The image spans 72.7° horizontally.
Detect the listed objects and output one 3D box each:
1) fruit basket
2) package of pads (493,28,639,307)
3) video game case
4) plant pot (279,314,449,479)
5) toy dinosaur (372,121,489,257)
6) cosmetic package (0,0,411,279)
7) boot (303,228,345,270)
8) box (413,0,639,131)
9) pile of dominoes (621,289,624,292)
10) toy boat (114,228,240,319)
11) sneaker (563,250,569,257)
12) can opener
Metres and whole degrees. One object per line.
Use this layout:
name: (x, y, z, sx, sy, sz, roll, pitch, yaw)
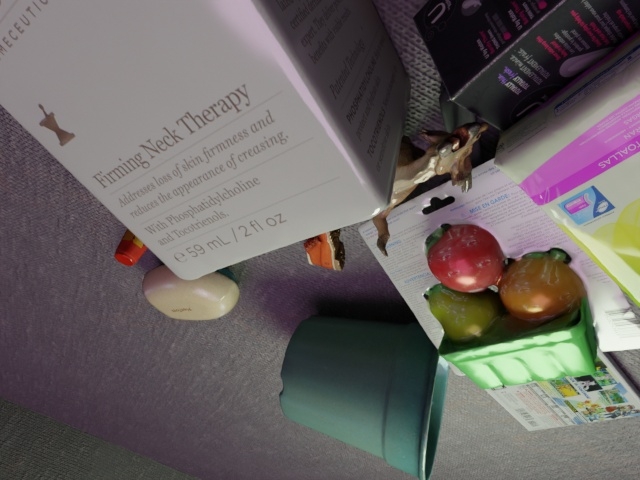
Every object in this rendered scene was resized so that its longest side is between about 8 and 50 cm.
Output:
fruit basket: (0.277, 0.059, 0.711, 0.326, 0.165, 0.353, -28, 95, 40)
package of pads: (0.377, -0.069, 0.459, 0.296, 0.101, 0.229, 41, 136, -9)
video game case: (0.571, 0.355, 1.063, 0.299, 0.036, 0.329, -30, 117, 37)
plant pot: (0.107, 0.325, 1.000, 0.333, 0.341, 0.342, 6, 134, 23)
toy dinosaur: (0.117, -0.114, 0.648, 0.200, 0.296, 0.127, -37, 121, 4)
cosmetic package: (-0.127, -0.224, 0.536, 0.329, 0.328, 0.394, -19, 123, 31)
boot: (0.000, 0.000, 0.897, 0.084, 0.059, 0.158, 7, 135, 18)
box: (0.265, -0.263, 0.464, 0.165, 0.144, 0.270, 11, 144, -40)
pile of dominoes: (0.547, 0.069, 0.744, 0.251, 0.040, 0.195, -23, 146, 32)
toy boat: (-0.329, 0.063, 1.018, 0.267, 0.148, 0.318, -6, 137, 29)
sneaker: (0.502, -0.041, 0.681, 0.299, 0.111, 0.121, -10, 143, 29)
can opener: (0.222, -0.118, 0.700, 0.093, 0.074, 0.281, -5, 131, 20)
